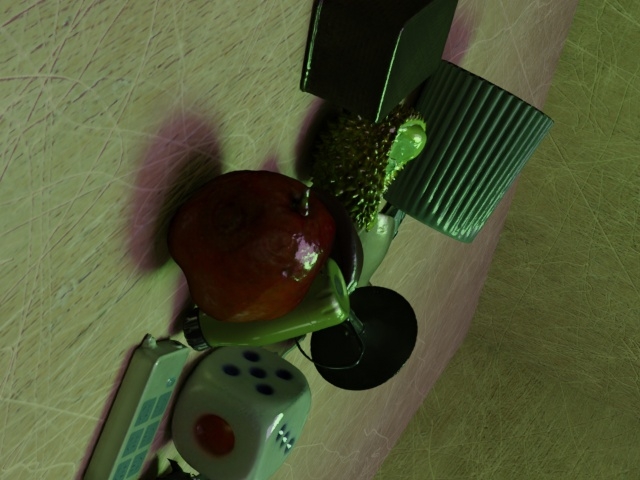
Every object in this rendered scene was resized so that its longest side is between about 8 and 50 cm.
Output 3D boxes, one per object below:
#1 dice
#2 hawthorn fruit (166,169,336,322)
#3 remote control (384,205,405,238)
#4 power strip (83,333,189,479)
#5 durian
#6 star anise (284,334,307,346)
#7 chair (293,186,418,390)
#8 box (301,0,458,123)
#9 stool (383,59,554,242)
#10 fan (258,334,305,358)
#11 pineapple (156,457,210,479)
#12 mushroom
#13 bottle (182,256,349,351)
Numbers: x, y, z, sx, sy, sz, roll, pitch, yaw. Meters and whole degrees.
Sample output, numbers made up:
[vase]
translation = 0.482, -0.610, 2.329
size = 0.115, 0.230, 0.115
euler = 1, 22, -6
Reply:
[dice]
translation = -0.141, 0.311, 1.683
size = 0.192, 0.194, 0.193
euler = -30, 141, -62
[hawthorn fruit]
translation = -0.083, -0.002, 1.310
size = 0.261, 0.224, 0.224
euler = -26, -165, 45
[remote control]
translation = 0.178, -0.058, 2.298
size = 0.256, 0.045, 0.097
euler = -57, 163, -29
[power strip]
translation = -0.284, 0.270, 1.465
size = 0.270, 0.046, 0.118
euler = -67, 162, 9
[durian]
translation = 0.075, -0.144, 1.672
size = 0.200, 0.176, 0.237
euler = 24, 87, -63
[star anise]
translation = -0.068, 0.175, 1.908
size = 0.180, 0.061, 0.204
euler = -58, 161, 1
[chair]
translation = 0.013, 0.094, 1.682
size = 0.226, 0.226, 0.401
euler = -58, 146, -16
[box]
translation = 0.105, -0.338, 1.536
size = 0.273, 0.143, 0.184
euler = -45, 155, -47
[stool]
translation = 0.309, -0.193, 2.103
size = 0.330, 0.297, 0.297
euler = -61, 163, 10
[fan]
translation = -0.115, 0.224, 1.828
size = 0.220, 0.009, 0.132
euler = -44, 140, -6
[pineapple]
translation = -0.271, 0.469, 1.654
size = 0.165, 0.165, 0.364
euler = -65, 170, 5
[mushroom]
translation = 0.082, 0.029, 2.019
size = 0.128, 0.128, 0.350
euler = -50, 161, -35
[bottle]
translation = -0.090, 0.109, 1.480
size = 0.112, 0.260, 0.112
euler = -18, 90, -76
